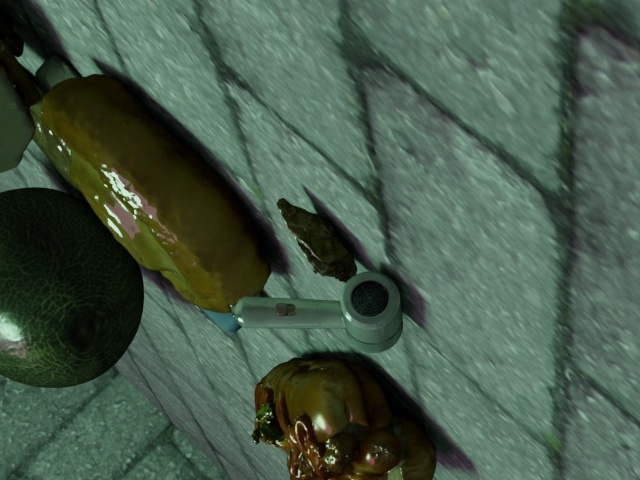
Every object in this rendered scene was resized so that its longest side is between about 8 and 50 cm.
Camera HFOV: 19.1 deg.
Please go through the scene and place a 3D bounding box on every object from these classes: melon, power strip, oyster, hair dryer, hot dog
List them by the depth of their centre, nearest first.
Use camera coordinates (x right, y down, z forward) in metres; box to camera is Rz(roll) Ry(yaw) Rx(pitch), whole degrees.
[{"bbox_3d":[0.001,0.002,1.478,0.093,0.034,0.051,42,-169,-49],"label":"oyster"},{"bbox_3d":[-0.004,0.055,1.485,0.137,0.047,0.082,2,162,6],"label":"hair dryer"},{"bbox_3d":[-0.249,-0.134,1.881,0.047,0.030,0.191,43,168,13],"label":"power strip"},{"bbox_3d":[0.006,0.197,1.914,0.158,0.117,0.349,48,168,-8],"label":"hot dog"},{"bbox_3d":[-0.350,0.054,2.360,0.302,0.237,0.237,35,164,53],"label":"melon"}]

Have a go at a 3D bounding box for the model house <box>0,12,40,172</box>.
[{"bbox_3d":[-0.377,-0.200,1.822,0.219,0.199,0.229,-39,61,43],"label":"model house"}]

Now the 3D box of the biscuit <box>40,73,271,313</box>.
[{"bbox_3d":[-0.145,-0.028,1.738,0.213,0.091,0.274,37,163,44],"label":"biscuit"}]

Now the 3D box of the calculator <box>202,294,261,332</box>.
[{"bbox_3d":[-0.118,0.042,2.005,0.121,0.039,0.210,47,169,2],"label":"calculator"}]

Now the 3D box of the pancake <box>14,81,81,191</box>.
[{"bbox_3d":[-0.286,-0.105,2.079,0.236,0.042,0.222,48,172,-6],"label":"pancake"}]
